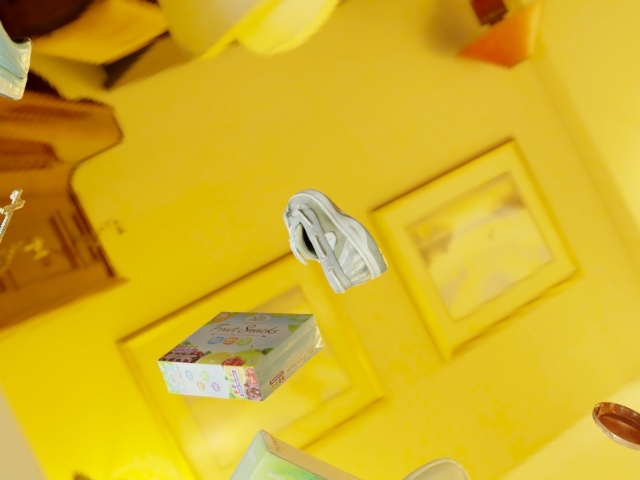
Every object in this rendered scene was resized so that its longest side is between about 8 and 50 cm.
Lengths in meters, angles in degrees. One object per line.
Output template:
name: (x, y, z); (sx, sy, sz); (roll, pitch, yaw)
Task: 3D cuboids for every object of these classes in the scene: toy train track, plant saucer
toy train track: (-0.394, -0.030, 1.534); (0.083, 0.014, 0.048); (-63, 170, 19)
plant saucer: (0.348, 0.214, 1.404); (0.083, 0.083, 0.013); (-28, 143, -61)

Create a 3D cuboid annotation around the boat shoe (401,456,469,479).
boat shoe: (0.098, 0.435, 1.754); (0.319, 0.116, 0.099); (-48, -172, -33)

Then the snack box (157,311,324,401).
snack box: (-0.128, 0.183, 1.991); (0.207, 0.070, 0.174); (1, -154, 38)

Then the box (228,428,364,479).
box: (-0.042, 0.376, 1.238); (0.322, 0.232, 0.058); (-60, -160, 5)

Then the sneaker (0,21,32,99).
sneaker: (-0.327, -0.188, 1.105); (0.063, 0.073, 0.162); (18, 173, 40)

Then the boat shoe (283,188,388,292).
boat shoe: (0.002, 0.002, 2.040); (0.103, 0.118, 0.320); (-34, -151, -11)
